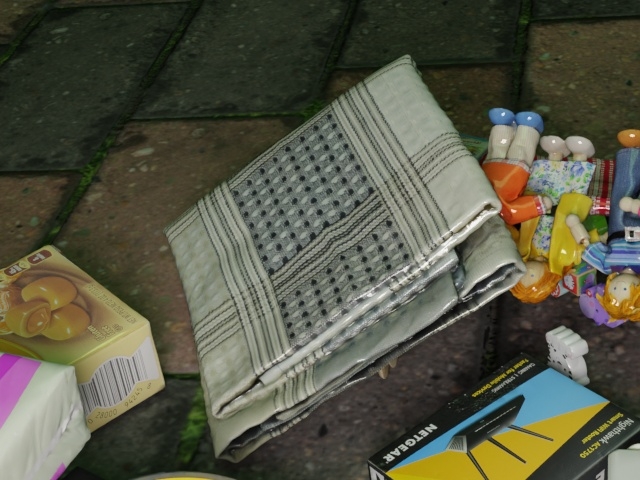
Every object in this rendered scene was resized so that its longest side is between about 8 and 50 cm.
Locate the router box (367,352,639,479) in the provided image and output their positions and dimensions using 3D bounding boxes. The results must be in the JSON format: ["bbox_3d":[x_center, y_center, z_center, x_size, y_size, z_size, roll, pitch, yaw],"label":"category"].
[{"bbox_3d":[0.147,0.171,0.969,0.179,0.046,0.133,-30,39,-29],"label":"router box"}]

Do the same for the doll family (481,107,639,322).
[{"bbox_3d":[0.241,-0.014,1.056,0.263,0.118,0.163,3,67,35],"label":"doll family"}]

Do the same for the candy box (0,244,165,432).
[{"bbox_3d":[-0.320,0.137,1.091,0.316,0.087,0.183,-30,40,-29],"label":"candy box"}]

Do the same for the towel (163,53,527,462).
[{"bbox_3d":[0.000,0.000,1.099,0.312,0.056,0.324,-34,40,11],"label":"towel"}]

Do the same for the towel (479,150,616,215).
[{"bbox_3d":[0.287,-0.056,1.232,0.275,0.031,0.199,4,15,15],"label":"towel"}]

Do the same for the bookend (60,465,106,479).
[{"bbox_3d":[-0.221,0.235,0.935,0.157,0.072,0.156,17,42,33],"label":"bookend"}]

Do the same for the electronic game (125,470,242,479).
[{"bbox_3d":[-0.088,0.257,0.831,0.229,0.048,0.229,7,48,-8],"label":"electronic game"}]

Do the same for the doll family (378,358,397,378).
[{"bbox_3d":[0.032,0.052,1.159,0.111,0.076,0.193,4,30,26],"label":"doll family"}]

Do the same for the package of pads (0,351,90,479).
[{"bbox_3d":[-0.335,0.185,0.867,0.229,0.101,0.296,10,39,18],"label":"package of pads"}]

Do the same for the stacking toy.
[{"bbox_3d":[0.236,0.043,1.145,0.167,0.052,0.221,-21,33,-21],"label":"stacking toy"}]

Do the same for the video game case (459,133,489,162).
[{"bbox_3d":[0.101,-0.079,1.387,0.119,0.015,0.166,16,41,33],"label":"video game case"}]

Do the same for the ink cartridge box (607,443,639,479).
[{"bbox_3d":[0.270,0.243,0.733,0.197,0.114,0.273,0,24,14],"label":"ink cartridge box"}]
